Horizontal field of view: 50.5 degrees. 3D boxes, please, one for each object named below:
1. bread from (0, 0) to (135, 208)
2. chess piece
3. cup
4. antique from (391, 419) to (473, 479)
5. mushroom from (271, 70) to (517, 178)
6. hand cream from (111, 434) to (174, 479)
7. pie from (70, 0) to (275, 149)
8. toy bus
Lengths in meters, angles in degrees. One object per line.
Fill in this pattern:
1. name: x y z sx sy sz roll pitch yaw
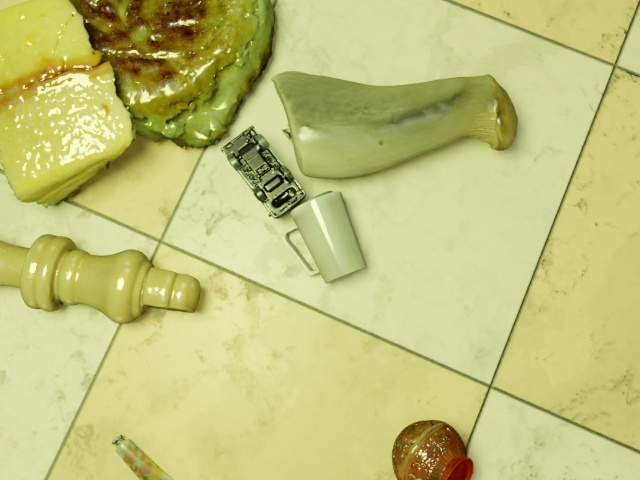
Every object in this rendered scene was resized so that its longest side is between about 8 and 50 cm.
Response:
1. bread: -0.346 -0.186 0.905 0.178 0.135 0.240 -23 89 -1
2. chess piece: -0.356 0.045 0.900 0.396 0.117 0.117 11 81 1
3. cup: 0.000 0.000 0.926 0.104 0.074 0.116 -24 85 21
4. antique: 0.137 0.276 0.858 0.104 0.104 0.104 0 80 1
5. mushroom: 0.103 -0.171 0.922 0.328 0.122 0.159 -6 89 -1
6. hand cream: -0.236 0.299 0.899 0.035 0.022 0.102 -44 87 -14
7. pie: -0.226 -0.303 0.958 0.288 0.103 0.355 -41 82 -7
8. toy bus: -0.075 -0.087 0.932 0.060 0.075 0.123 -38 82 -5
